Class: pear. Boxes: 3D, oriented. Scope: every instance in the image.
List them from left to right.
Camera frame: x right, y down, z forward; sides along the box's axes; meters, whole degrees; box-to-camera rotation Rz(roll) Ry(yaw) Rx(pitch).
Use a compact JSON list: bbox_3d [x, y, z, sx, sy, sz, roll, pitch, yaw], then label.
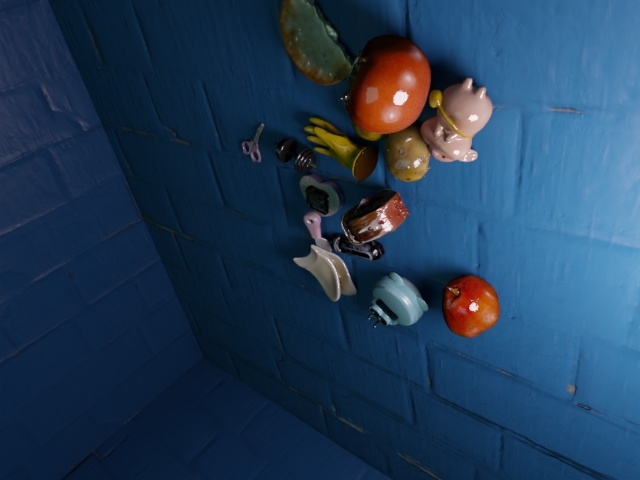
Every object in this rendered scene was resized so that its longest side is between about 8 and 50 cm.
[{"bbox_3d":[0.155,-0.362,1.524,0.141,0.104,0.141,33,145,28],"label":"pear"}]

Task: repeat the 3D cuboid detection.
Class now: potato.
[{"bbox_3d":[0.259,-0.257,1.484,0.137,0.137,0.176,0,119,48],"label":"potato"}]

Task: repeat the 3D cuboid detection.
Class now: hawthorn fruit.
[{"bbox_3d":[0.461,0.195,1.589,0.196,0.197,0.225,6,155,45],"label":"hawthorn fruit"}]

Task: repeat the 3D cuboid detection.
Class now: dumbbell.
[{"bbox_3d":[-0.091,-0.314,1.842,0.208,0.099,0.099,32,141,24],"label":"dumbbell"}]

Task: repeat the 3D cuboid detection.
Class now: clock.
[{"bbox_3d":[-0.004,-0.160,1.917,0.198,0.064,0.172,29,139,29],"label":"clock"}]

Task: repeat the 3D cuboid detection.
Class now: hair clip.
[{"bbox_3d":[0.036,0.138,2.113,0.282,0.113,0.172,54,140,1],"label":"hair clip"}]

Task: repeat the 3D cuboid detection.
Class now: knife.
[{"bbox_3d":[0.003,0.000,2.057,0.081,0.043,0.336,9,145,23],"label":"knife"}]

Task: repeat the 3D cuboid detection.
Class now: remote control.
[{"bbox_3d":[0.127,0.029,1.941,0.265,0.066,0.090,10,125,43],"label":"remote control"}]

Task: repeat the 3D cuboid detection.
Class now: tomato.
[{"bbox_3d":[0.174,-0.411,1.326,0.224,0.256,0.256,12,139,-1],"label":"tomato"}]

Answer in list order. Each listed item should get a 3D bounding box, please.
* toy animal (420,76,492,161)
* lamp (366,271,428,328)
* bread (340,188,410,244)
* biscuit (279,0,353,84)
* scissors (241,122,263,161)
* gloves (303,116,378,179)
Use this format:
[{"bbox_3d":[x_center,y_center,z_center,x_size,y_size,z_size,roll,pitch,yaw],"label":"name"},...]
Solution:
[{"bbox_3d":[0.354,-0.314,1.312,0.165,0.149,0.248,53,155,20],"label":"toy animal"},{"bbox_3d":[0.280,0.232,1.883,0.209,0.147,0.284,47,137,8],"label":"lamp"},{"bbox_3d":[0.176,-0.085,1.644,0.142,0.224,0.212,60,167,-12],"label":"bread"},{"bbox_3d":[-0.026,-0.611,1.549,0.309,0.040,0.204,54,145,-3],"label":"biscuit"},{"bbox_3d":[-0.264,-0.403,2.023,0.110,0.021,0.212,45,146,5],"label":"scissors"},{"bbox_3d":[0.049,-0.318,1.693,0.294,0.116,0.133,35,136,31],"label":"gloves"}]
